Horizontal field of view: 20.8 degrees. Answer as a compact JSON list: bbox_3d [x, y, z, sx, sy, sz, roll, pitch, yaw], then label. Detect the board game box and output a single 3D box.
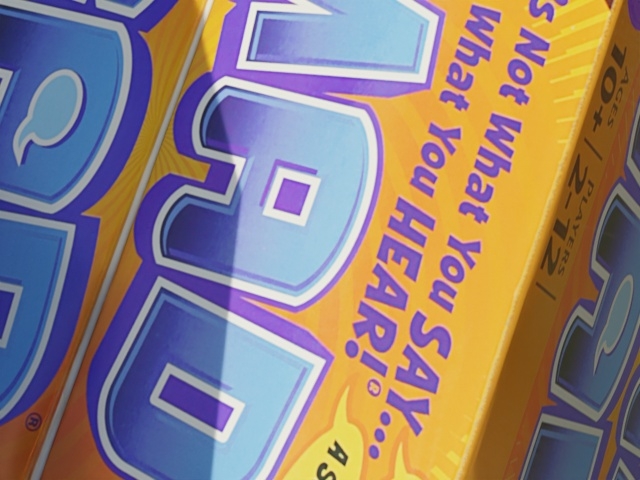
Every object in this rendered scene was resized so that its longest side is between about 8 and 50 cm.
[{"bbox_3d":[0.000,0.000,0.893,0.356,0.356,0.356,15,172,27],"label":"board game box"}]
